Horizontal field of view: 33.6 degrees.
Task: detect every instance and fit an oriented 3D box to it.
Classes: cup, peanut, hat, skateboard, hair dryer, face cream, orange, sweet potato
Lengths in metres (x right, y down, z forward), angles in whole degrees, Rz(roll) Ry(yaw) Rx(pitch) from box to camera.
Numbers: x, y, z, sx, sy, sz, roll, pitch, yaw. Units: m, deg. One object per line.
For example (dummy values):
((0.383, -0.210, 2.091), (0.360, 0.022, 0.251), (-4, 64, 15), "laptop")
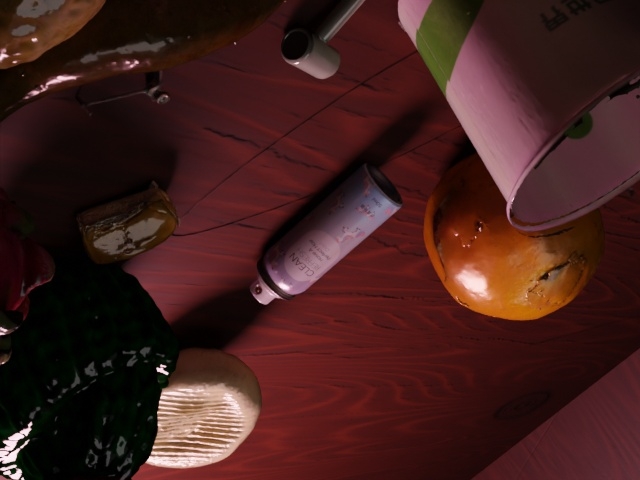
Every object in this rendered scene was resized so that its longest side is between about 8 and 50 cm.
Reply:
((0.224, -0.184, 1.067), (0.253, 0.274, 0.253), (-28, 156, -14), "cup")
((-0.184, -0.216, 0.771), (0.226, 0.095, 0.108), (-43, 168, 13), "peanut")
((-0.252, 0.211, 1.167), (0.242, 0.332, 0.274), (-17, 154, -24), "hat")
((-0.181, -0.146, 0.971), (0.083, 0.032, 0.064), (-21, 142, -26), "skateboard")
((0.018, -0.220, 1.061), (0.124, 0.038, 0.063), (-48, 153, 14), "hair dryer")
((0.000, 0.000, 1.372), (0.229, 0.075, 0.075), (-42, 153, 19), "face cream")
((0.262, -0.011, 1.453), (0.246, 0.246, 0.246), (-26, 154, -14), "orange")
((-0.173, -0.164, 0.890), (0.346, 0.079, 0.108), (-23, 165, -12), "sweet potato")

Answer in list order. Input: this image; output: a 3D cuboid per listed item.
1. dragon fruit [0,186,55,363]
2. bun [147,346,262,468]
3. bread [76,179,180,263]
((-0.357, 0.014, 0.872), (0.273, 0.198, 0.218), (34, 68, -40), "dragon fruit")
((-0.192, 0.227, 1.516), (0.222, 0.127, 0.222), (-3, 131, -4), "bun")
((-0.205, -0.014, 1.146), (0.106, 0.053, 0.072), (-18, 148, -15), "bread")
